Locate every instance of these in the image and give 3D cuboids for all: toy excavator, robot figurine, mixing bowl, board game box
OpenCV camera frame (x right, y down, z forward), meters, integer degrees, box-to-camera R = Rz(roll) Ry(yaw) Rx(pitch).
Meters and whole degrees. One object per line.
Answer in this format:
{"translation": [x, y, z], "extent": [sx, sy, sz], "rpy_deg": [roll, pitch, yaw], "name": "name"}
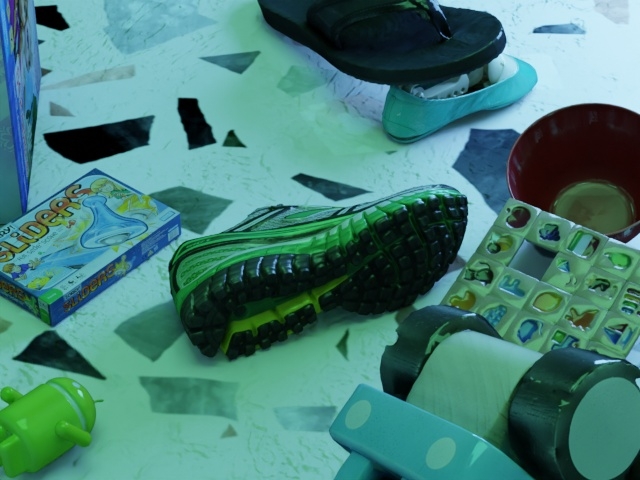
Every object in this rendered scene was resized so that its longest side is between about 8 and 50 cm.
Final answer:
{"translation": [0.058, 0.257, 1.124], "extent": [0.222, 0.433, 0.445], "rpy_deg": [16, 70, 54], "name": "toy excavator"}
{"translation": [-0.261, 0.174, 1.381], "extent": [0.101, 0.067, 0.115], "rpy_deg": [20, 41, 40], "name": "robot figurine"}
{"translation": [0.300, -0.054, 1.627], "extent": [0.181, 0.098, 0.181], "rpy_deg": [-6, 57, 9], "name": "mixing bowl"}
{"translation": [-0.375, -0.238, 1.688], "extent": [0.066, 0.319, 0.318], "rpy_deg": [-2, 40, -5], "name": "board game box"}
{"translation": [-0.271, 0.003, 1.615], "extent": [0.136, 0.035, 0.201], "rpy_deg": [27, 46, 28], "name": "board game box"}

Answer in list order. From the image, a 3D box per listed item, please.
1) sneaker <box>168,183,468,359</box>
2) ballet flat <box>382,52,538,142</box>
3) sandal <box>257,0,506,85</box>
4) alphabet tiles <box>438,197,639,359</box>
{"translation": [0.000, 0.000, 1.547], "extent": [0.343, 0.134, 0.146], "rpy_deg": [-15, 41, -18], "name": "sneaker"}
{"translation": [0.182, -0.200, 1.832], "extent": [0.247, 0.087, 0.083], "rpy_deg": [-25, 45, -29], "name": "ballet flat"}
{"translation": [0.052, -0.298, 1.860], "extent": [0.167, 0.107, 0.446], "rpy_deg": [-35, 36, -21], "name": "sandal"}
{"translation": [0.222, 0.079, 1.491], "extent": [0.198, 0.009, 0.237], "rpy_deg": [24, 65, 26], "name": "alphabet tiles"}
